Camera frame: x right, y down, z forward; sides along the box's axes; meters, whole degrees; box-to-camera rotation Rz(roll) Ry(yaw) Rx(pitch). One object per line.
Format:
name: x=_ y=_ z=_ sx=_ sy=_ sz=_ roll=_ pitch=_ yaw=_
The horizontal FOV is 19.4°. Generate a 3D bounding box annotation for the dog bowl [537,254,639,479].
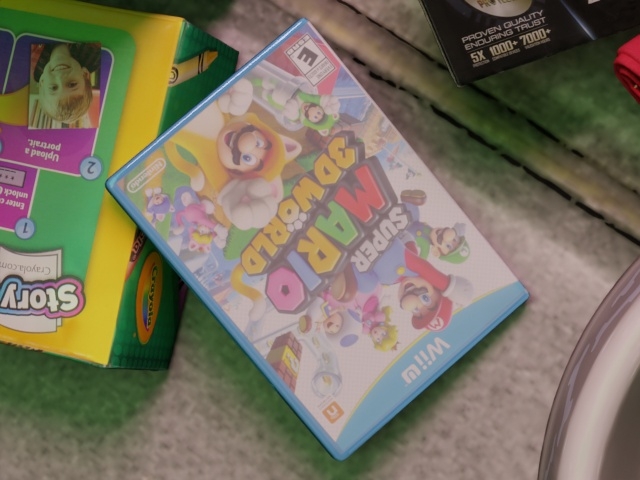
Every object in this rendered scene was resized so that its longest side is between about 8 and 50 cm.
dog bowl: x=0.254 y=0.123 z=0.776 sx=0.349 sy=0.102 sz=0.348 roll=-1 pitch=85 yaw=15

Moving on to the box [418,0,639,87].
box: x=0.123 y=-0.163 z=0.809 sx=0.180 sy=0.077 sz=0.147 roll=-18 pitch=39 yaw=13

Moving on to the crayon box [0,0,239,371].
crayon box: x=-0.196 y=-0.044 z=0.917 sx=0.278 sy=0.081 sz=0.165 roll=12 pitch=88 yaw=15

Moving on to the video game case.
video game case: x=0.000 y=0.000 z=0.852 sx=0.119 sy=0.015 sz=0.166 roll=-41 pitch=98 yaw=-8

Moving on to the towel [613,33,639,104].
towel: x=0.280 y=-0.091 z=0.755 sx=0.275 sy=0.031 sz=0.199 roll=-35 pitch=53 yaw=-10
